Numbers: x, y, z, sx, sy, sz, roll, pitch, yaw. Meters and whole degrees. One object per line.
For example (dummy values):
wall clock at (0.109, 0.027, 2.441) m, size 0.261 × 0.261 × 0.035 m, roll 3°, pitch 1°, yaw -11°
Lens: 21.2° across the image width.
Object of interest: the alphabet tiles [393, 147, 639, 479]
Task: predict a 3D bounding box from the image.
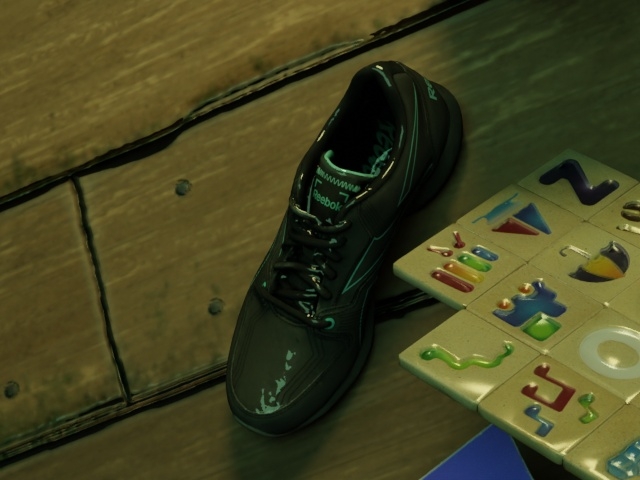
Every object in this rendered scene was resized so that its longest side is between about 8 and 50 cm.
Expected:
alphabet tiles at (0.223, 0.052, 0.958) m, size 0.342 × 0.011 × 0.285 m, roll 30°, pitch 47°, yaw 33°

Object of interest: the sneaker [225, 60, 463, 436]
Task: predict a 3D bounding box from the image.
sneaker at (0.000, 0.000, 1.132) m, size 0.101 × 0.106 × 0.267 m, roll 23°, pitch 85°, yaw 23°

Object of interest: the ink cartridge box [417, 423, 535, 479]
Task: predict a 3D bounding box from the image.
ink cartridge box at (0.079, 0.246, 1.021) m, size 0.206 × 0.045 × 0.208 m, roll -44°, pitch 61°, yaw 31°
